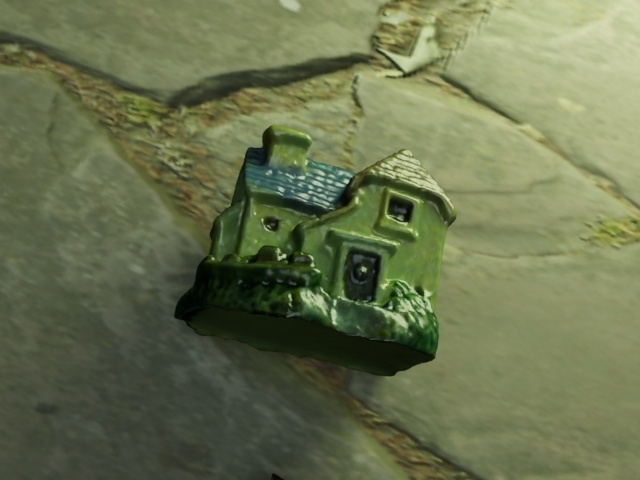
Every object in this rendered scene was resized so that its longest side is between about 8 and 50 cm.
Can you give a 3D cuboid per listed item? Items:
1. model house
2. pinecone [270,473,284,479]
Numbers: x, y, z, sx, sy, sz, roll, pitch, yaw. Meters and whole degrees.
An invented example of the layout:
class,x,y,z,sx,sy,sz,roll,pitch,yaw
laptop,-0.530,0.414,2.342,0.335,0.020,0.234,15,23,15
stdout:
class,x,y,z,sx,sy,sz,roll,pitch,yaw
model house,0.000,0.000,0.991,0.214,0.195,0.189,14,74,-5
pinecone,-0.034,0.287,0.961,0.173,0.173,0.174,1,82,-4
